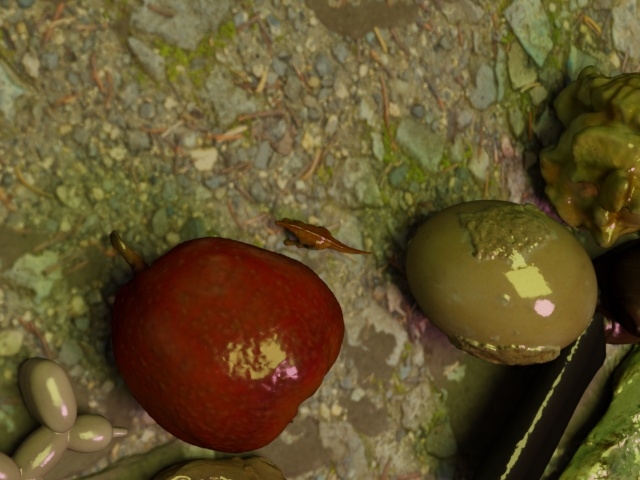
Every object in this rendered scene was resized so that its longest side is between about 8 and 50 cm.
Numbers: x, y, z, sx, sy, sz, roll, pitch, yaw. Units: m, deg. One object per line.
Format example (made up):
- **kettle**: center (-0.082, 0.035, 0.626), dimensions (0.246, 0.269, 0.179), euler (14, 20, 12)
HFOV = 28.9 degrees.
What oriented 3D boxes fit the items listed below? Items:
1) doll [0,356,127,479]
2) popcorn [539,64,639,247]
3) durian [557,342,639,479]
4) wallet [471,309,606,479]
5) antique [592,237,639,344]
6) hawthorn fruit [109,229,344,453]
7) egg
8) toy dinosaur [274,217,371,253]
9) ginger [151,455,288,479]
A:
- **doll**: center (-0.235, 0.201, 1.048), dimensions (0.161, 0.059, 0.160), euler (-49, 113, -22)
- **popcorn**: center (0.324, -0.087, 1.319), dimensions (0.167, 0.185, 0.187), euler (31, 84, -11)
- **durian**: center (0.387, 0.259, 1.434), dimensions (0.198, 0.163, 0.394), euler (27, 69, 10)
- **wallet**: center (0.232, 0.194, 1.317), dimensions (0.250, 0.044, 0.149), euler (-58, 153, -16)
- **antique**: center (0.419, 0.044, 1.395), dimensions (0.257, 0.143, 0.121), euler (-8, 83, -32)
- **hawthorn fruit**: center (-0.096, 0.070, 1.065), dimensions (0.225, 0.196, 0.196), euler (40, 70, -9)
- **egg**: center (0.180, 0.041, 1.241), dimensions (0.201, 0.164, 0.164), euler (22, 80, -16)
- **toy dinosaur**: center (-0.003, -0.001, 1.198), dimensions (0.113, 0.041, 0.026), euler (23, 76, -35)
- **ginger**: center (-0.097, 0.234, 1.145), dimensions (0.173, 0.051, 0.069), euler (4, 84, -27)
